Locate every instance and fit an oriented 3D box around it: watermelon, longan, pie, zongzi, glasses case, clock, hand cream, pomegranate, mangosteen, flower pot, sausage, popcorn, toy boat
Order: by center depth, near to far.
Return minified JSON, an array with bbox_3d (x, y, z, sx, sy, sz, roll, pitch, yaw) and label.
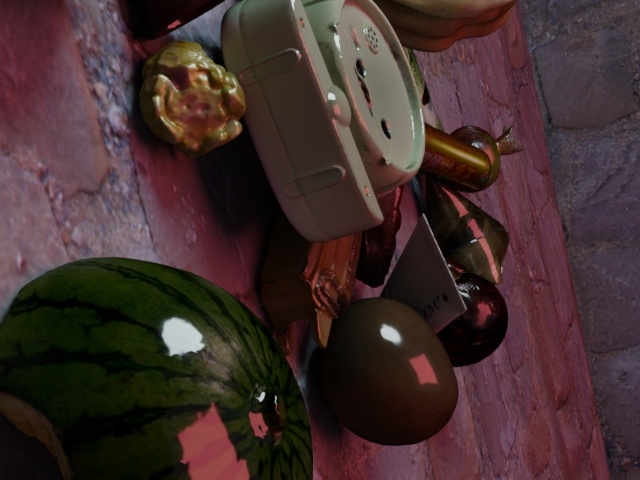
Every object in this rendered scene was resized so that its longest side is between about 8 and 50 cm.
[{"bbox_3d":[-0.099,0.167,0.804,0.331,0.190,0.330,19,69,-62],"label":"watermelon"},{"bbox_3d":[-0.129,-0.136,0.984,0.097,0.089,0.109,-36,102,-22],"label":"popcorn"},{"bbox_3d":[-0.141,-0.262,0.995,0.089,0.111,0.111,60,26,-10],"label":"flower pot"},{"bbox_3d":[0.024,-0.161,1.135,0.265,0.109,0.324,67,26,-10],"label":"clock"},{"bbox_3d":[0.000,0.000,1.216,0.115,0.089,0.310,50,36,-35],"label":"toy boat"},{"bbox_3d":[0.079,0.160,1.241,0.189,0.189,0.189,-10,90,-68],"label":"longan"},{"bbox_3d":[0.126,0.081,1.329,0.248,0.083,0.133,110,-41,-60],"label":"hand cream"},{"bbox_3d":[0.074,-0.046,1.357,0.204,0.054,0.218,-118,-146,-86],"label":"pie"},{"bbox_3d":[0.204,0.109,1.577,0.184,0.173,0.172,-103,168,-52],"label":"mangosteen"},{"bbox_3d":[0.191,-0.140,1.664,0.372,0.082,0.082,14,67,-53],"label":"sausage"},{"bbox_3d":[0.152,-0.246,1.724,0.095,0.062,0.272,-74,146,-46],"label":"glasses case"},{"bbox_3d":[0.254,-0.043,1.837,0.242,0.112,0.221,63,22,-9],"label":"zongzi"},{"bbox_3d":[0.299,-0.163,1.921,0.129,0.159,0.129,47,18,-20],"label":"pomegranate"}]

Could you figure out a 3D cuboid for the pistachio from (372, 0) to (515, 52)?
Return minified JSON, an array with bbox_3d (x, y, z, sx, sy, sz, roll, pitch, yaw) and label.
[{"bbox_3d":[0.079,-0.434,1.275,0.445,0.281,0.365,44,56,-4],"label":"pistachio"}]
